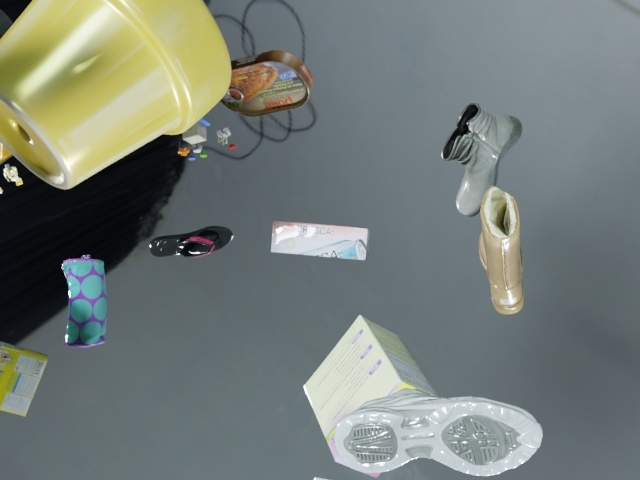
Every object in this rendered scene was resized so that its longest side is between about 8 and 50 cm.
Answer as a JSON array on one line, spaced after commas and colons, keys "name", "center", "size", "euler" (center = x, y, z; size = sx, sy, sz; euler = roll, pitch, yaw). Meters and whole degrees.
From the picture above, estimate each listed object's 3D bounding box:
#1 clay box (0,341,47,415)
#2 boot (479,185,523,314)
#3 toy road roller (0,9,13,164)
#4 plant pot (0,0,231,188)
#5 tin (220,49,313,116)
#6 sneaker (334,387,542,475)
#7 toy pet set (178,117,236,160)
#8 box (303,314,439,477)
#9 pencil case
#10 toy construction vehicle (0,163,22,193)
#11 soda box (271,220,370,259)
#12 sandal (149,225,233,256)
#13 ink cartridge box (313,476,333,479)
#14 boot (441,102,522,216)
[{"name": "clay box", "center": [-0.688, 0.264, 1.478], "size": [0.222, 0.127, 0.053], "euler": [22, 178, -21]}, {"name": "boot", "center": [0.361, -0.012, 1.450], "size": [0.089, 0.236, 0.269], "euler": [-13, 139, 9]}, {"name": "toy road roller", "center": [-0.480, -0.191, 1.118], "size": [0.330, 0.202, 0.240], "euler": [23, 126, 2]}, {"name": "plant pot", "center": [-0.279, -0.201, 0.884], "size": [0.254, 0.239, 0.254], "euler": [33, 155, 18]}, {"name": "tin", "center": [-0.097, -0.265, 1.236], "size": [0.190, 0.040, 0.106], "euler": [-3, 137, 35]}, {"name": "sneaker", "center": [0.137, 0.209, 0.852], "size": [0.232, 0.115, 0.090], "euler": [-1, 102, 12]}, {"name": "toy pet set", "center": [-0.261, -0.233, 1.569], "size": [0.122, 0.114, 0.065], "euler": [-11, 73, 22]}, {"name": "box", "center": [0.099, 0.316, 1.507], "size": [0.117, 0.243, 0.213], "euler": [31, 103, -27]}, {"name": "pencil case", "center": [-0.394, 0.102, 1.212], "size": [0.070, 0.064, 0.151], "euler": [1, 96, 3]}, {"name": "toy construction vehicle", "center": [-0.718, -0.142, 1.621], "size": [0.098, 0.086, 0.035], "euler": [42, 138, 40]}, {"name": "soda box", "center": [0.000, 0.000, 1.383], "size": [0.183, 0.058, 0.062], "euler": [5, 90, 8]}, {"name": "sandal", "center": [-0.271, 0.012, 1.548], "size": [0.040, 0.179, 0.067], "euler": [-124, 32, -45]}, {"name": "ink cartridge box", "center": [0.071, 0.485, 1.219], "size": [0.203, 0.086, 0.148], "euler": [12, 132, -5]}, {"name": "boot", "center": [0.310, -0.170, 1.537], "size": [0.083, 0.161, 0.246], "euler": [46, 122, 45]}]
